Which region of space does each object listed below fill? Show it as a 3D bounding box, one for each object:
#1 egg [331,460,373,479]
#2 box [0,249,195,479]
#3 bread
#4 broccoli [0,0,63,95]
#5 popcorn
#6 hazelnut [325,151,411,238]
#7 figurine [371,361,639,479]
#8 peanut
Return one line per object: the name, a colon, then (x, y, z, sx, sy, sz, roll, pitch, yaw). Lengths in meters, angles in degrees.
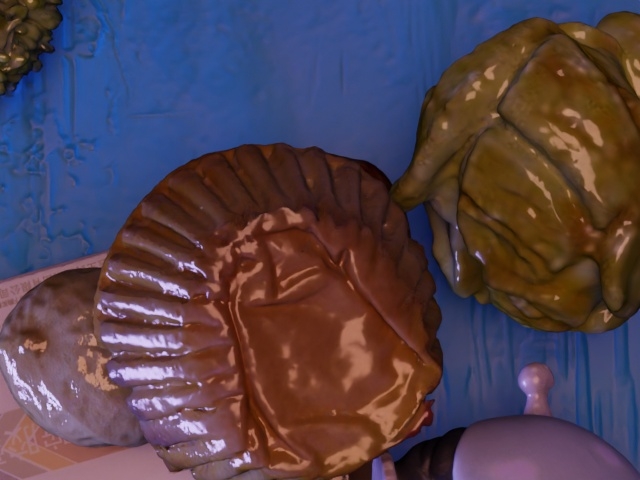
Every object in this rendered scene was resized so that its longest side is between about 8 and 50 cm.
egg: (0.018, 0.203, 1.615, 0.071, 0.071, 0.083, -21, 96, -3)
box: (-0.225, 0.132, 1.626, 0.353, 0.069, 0.214, -16, 84, -1)
bread: (-0.032, 0.058, 1.458, 0.274, 0.149, 0.274, 0, 88, -13)
broccoli: (-0.336, -0.239, 1.576, 0.263, 0.243, 0.247, 35, 87, 7)
popcorn: (0.199, -0.056, 1.574, 0.225, 0.276, 0.276, 27, 84, 18)
hazelnut: (0.000, 0.000, 1.608, 0.154, 0.143, 0.143, -10, 83, 19)
figurine: (0.202, 0.288, 1.503, 0.211, 0.253, 0.361, -39, 56, -3)
peanut: (-0.177, 0.092, 1.545, 0.159, 0.109, 0.140, 2, 70, -4)
